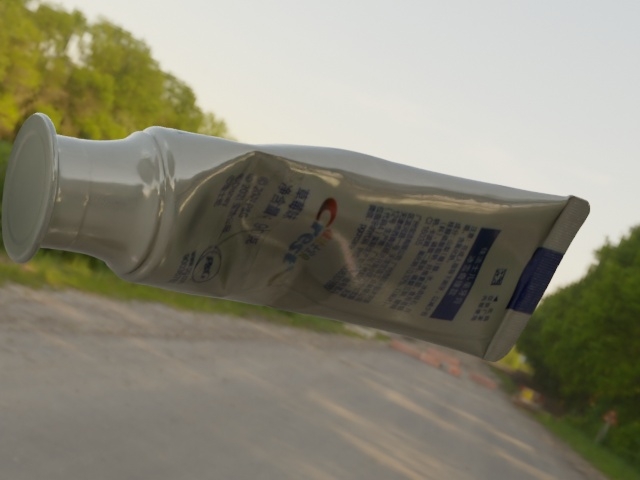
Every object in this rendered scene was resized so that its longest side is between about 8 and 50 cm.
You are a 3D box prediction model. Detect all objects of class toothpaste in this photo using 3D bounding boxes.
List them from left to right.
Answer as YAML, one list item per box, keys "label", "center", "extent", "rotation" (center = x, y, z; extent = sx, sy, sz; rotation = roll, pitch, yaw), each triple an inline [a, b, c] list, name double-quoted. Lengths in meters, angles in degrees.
- label: "toothpaste"
  center: [0.000, 0.000, 0.475]
  extent: [0.266, 0.096, 0.061]
  rotation: [11, 27, -31]
